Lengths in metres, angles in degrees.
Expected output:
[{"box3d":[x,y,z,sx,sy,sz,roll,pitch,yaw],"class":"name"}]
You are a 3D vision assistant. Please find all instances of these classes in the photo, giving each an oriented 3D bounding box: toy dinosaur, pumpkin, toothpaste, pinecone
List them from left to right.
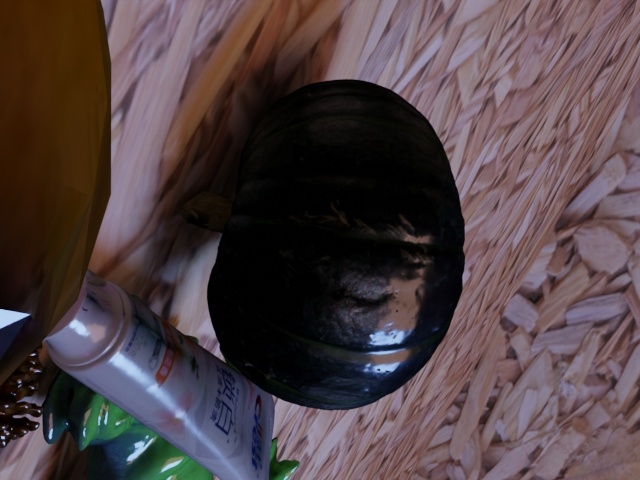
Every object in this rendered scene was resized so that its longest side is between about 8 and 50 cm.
[{"box3d":[-0.197,0.074,0.768,0.109,0.102,0.102,-61,166,-10],"class":"pinecone"},{"box3d":[-0.170,0.291,1.130,0.374,0.143,0.500,16,93,-72],"class":"toy dinosaur"},{"box3d":[-0.105,0.104,0.972,0.323,0.066,0.100,47,38,-54],"class":"toothpaste"},{"box3d":[0.000,0.000,1.036,0.250,0.216,0.250,-163,-90,-83],"class":"pumpkin"}]

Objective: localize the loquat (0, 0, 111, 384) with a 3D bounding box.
[{"box3d":[-0.172,-0.036,0.375,0.235,0.235,0.235,-50,163,-21],"class":"loquat"}]
